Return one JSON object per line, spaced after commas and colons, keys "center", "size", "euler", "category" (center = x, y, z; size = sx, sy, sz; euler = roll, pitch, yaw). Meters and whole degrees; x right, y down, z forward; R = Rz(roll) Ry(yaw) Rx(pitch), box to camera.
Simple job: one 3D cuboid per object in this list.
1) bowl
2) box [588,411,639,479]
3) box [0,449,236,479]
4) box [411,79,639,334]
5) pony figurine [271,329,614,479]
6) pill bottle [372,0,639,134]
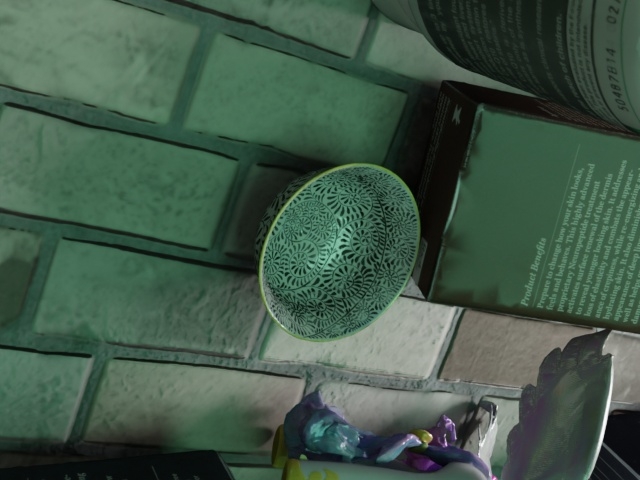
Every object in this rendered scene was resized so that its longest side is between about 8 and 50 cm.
{"center": [0.000, 0.000, 1.036], "size": [0.170, 0.080, 0.170], "euler": [-14, 117, -29], "category": "bowl"}
{"center": [0.486, 0.382, 1.435], "size": [0.343, 0.179, 0.312], "euler": [-3, 112, -20], "category": "box"}
{"center": [-0.251, 0.358, 0.906], "size": [0.396, 0.212, 0.293], "euler": [-2, 112, -23], "category": "box"}
{"center": [0.286, -0.019, 1.100], "size": [0.381, 0.143, 0.191], "euler": [10, 107, -14], "category": "box"}
{"center": [0.133, 0.264, 1.096], "size": [0.364, 0.351, 0.303], "euler": [12, 149, -8], "category": "pony figurine"}
{"center": [0.195, -0.212, 0.892], "size": [0.204, 0.361, 0.204], "euler": [-14, 118, -29], "category": "pill bottle"}
